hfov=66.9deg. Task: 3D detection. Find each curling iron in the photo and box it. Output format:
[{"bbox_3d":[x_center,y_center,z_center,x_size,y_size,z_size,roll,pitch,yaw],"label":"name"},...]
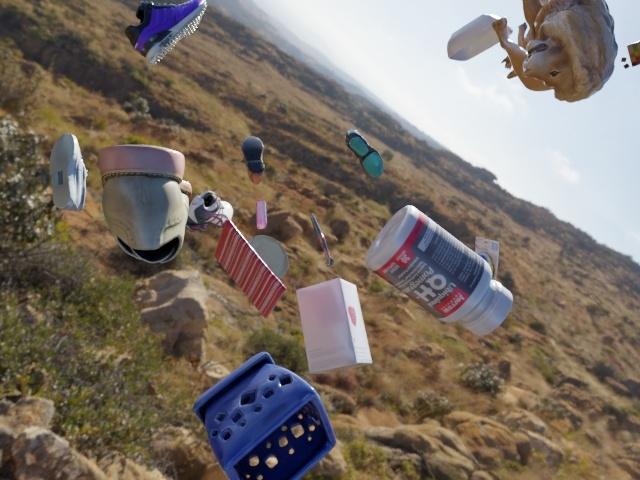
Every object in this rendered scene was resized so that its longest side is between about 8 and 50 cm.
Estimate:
[{"bbox_3d":[0.000,0.000,2.174,0.068,0.035,0.274,111,-40,-62],"label":"curling iron"}]

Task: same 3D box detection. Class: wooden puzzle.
[{"bbox_3d":[0.697,-0.408,1.049,0.006,0.083,0.049,-40,112,-41],"label":"wooden puzzle"}]

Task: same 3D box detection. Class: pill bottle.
[{"bbox_3d":[0.276,0.077,1.121,0.319,0.176,0.176,36,18,-5],"label":"pill bottle"}]

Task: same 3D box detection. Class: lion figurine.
[{"bbox_3d":[0.401,-0.337,0.843,0.392,0.142,0.240,-18,89,-68],"label":"lion figurine"}]

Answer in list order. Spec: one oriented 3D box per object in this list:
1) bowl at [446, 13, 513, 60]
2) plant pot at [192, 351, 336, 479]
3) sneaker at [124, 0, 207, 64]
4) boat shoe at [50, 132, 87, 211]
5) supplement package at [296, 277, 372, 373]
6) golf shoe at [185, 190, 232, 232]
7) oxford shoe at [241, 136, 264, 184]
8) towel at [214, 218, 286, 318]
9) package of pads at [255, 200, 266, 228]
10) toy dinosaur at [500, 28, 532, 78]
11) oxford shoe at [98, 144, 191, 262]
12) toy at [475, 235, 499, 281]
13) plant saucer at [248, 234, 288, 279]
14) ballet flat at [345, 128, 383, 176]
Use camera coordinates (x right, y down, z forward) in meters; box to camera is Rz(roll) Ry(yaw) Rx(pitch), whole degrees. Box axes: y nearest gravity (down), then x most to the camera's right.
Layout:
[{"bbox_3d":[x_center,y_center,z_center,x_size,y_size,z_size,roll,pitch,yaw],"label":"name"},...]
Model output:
[{"bbox_3d":[0.382,-0.498,1.179,0.142,0.142,0.053,-21,90,-50],"label":"bowl"},{"bbox_3d":[-0.131,0.405,1.077,0.212,0.236,0.236,34,-29,44],"label":"plant pot"},{"bbox_3d":[-0.469,-0.674,1.459,0.146,0.102,0.293,41,62,-14],"label":"sneaker"},{"bbox_3d":[-0.707,-0.188,1.373,0.081,0.079,0.227,40,43,-71],"label":"boat shoe"},{"bbox_3d":[0.048,0.303,1.698,0.177,0.175,0.292,30,46,-63],"label":"supplement package"},{"bbox_3d":[-0.359,-0.104,1.623,0.105,0.120,0.273,36,21,8],"label":"golf shoe"},{"bbox_3d":[-0.237,-0.281,1.690,0.076,0.076,0.212,0,51,-11],"label":"oxford shoe"},{"bbox_3d":[-0.214,0.085,1.435,0.031,0.199,0.275,-32,74,-35],"label":"towel"},{"bbox_3d":[-0.195,-0.084,1.594,0.032,0.050,0.083,-1,73,-15],"label":"package of pads"},{"bbox_3d":[0.472,-0.446,1.102,0.064,0.211,0.112,19,-10,-2],"label":"toy dinosaur"},{"bbox_3d":[-0.278,-0.036,0.766,0.141,0.146,0.397,-1,-4,-12],"label":"oxford shoe"},{"bbox_3d":[0.491,0.114,1.506,0.056,0.237,0.137,-4,9,-12],"label":"toy"},{"bbox_3d":[-0.205,0.064,1.912,0.195,0.195,0.037,46,33,2],"label":"plant saucer"},{"bbox_3d":[0.141,-0.287,1.565,0.203,0.074,0.074,42,15,-43],"label":"ballet flat"}]
